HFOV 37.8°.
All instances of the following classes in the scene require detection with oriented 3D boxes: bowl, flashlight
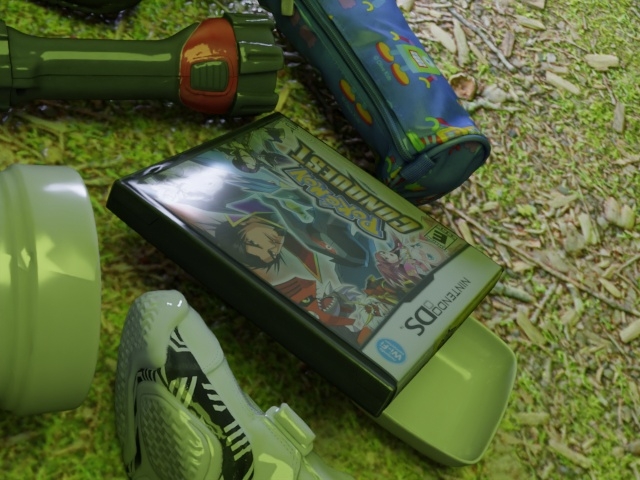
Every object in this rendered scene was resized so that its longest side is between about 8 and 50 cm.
[{"bbox_3d":[0.093,0.122,0.831,0.142,0.053,0.142,35,52,-2],"label":"bowl"},{"bbox_3d":[-0.190,-0.161,0.853,0.304,0.103,0.103,-3,65,-23],"label":"flashlight"}]

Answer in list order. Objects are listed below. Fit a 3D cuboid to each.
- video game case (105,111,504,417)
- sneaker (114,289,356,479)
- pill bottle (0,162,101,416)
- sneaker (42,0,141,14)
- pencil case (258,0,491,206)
[{"bbox_3d":[0.000,0.000,0.802,0.275,0.035,0.248,36,34,13],"label":"video game case"},{"bbox_3d":[-0.008,0.193,0.688,0.210,0.137,0.366,-14,72,-33],"label":"sneaker"},{"bbox_3d":[-0.336,0.035,0.576,0.363,0.210,0.210,-1,61,-27],"label":"pill bottle"},{"bbox_3d":[-0.296,-0.354,0.890,0.330,0.146,0.122,38,50,-1],"label":"sneaker"},{"bbox_3d":[0.048,-0.180,0.957,0.133,0.119,0.306,-4,59,-55],"label":"pencil case"}]
